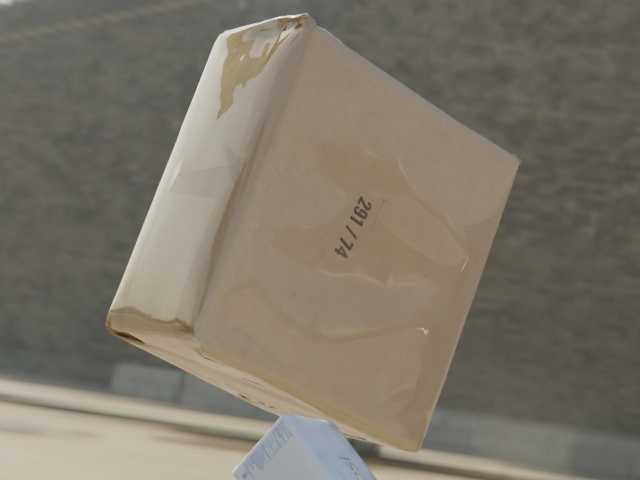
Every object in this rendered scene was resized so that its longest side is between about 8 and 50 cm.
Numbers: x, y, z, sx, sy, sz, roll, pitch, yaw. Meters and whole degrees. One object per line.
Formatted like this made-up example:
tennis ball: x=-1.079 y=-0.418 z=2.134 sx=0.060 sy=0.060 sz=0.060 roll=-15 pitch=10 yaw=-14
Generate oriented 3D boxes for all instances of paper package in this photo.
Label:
paper package: x=0.000 y=0.000 z=1.718 sx=0.309 sy=0.325 sz=0.168 roll=29 pitch=-15 yaw=-34

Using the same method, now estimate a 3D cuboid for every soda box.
soda box: x=0.028 y=0.233 z=1.360 sx=0.074 sy=0.069 sz=0.216 roll=17 pitch=29 yaw=-54
